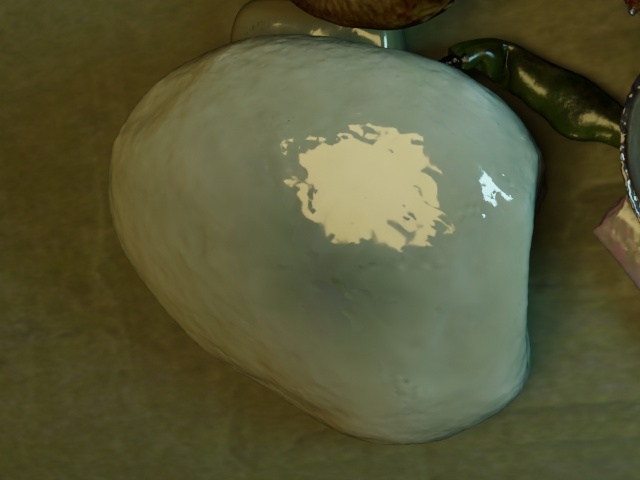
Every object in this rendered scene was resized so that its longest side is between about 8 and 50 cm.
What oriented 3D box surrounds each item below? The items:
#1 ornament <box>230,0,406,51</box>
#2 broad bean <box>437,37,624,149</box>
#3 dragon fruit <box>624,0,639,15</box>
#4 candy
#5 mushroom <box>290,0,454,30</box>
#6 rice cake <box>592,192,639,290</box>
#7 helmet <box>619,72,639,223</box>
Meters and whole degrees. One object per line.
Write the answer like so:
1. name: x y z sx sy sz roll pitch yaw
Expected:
1. ornament: 0.023 -0.183 1.302 0.230 0.061 0.244 4 105 23
2. broad bean: 0.198 -0.133 1.236 0.195 0.061 0.046 24 147 7
3. dragon fruit: 0.256 -0.349 1.044 0.277 0.277 0.342 -21 87 27
4. candy: 0.000 0.000 1.257 0.427 0.186 0.386 23 121 14
5. mushroom: 0.025 -0.326 1.153 0.267 0.254 0.267 -11 67 27
6. rice cake: 0.358 0.065 1.201 0.106 0.050 0.298 -42 81 25
7. helmet: 0.405 -0.078 1.070 0.338 0.197 0.271 10 114 14
